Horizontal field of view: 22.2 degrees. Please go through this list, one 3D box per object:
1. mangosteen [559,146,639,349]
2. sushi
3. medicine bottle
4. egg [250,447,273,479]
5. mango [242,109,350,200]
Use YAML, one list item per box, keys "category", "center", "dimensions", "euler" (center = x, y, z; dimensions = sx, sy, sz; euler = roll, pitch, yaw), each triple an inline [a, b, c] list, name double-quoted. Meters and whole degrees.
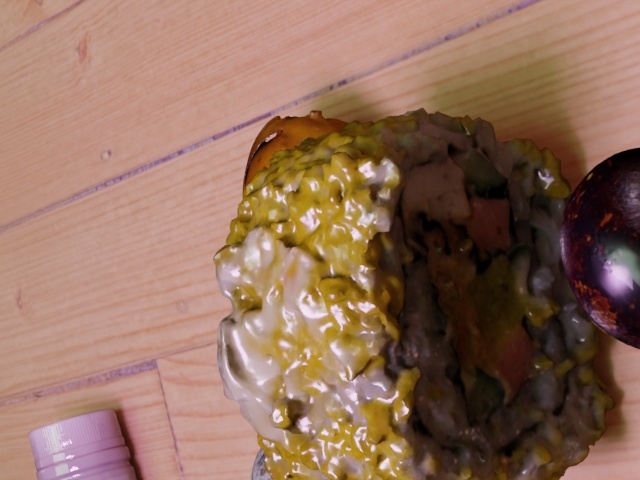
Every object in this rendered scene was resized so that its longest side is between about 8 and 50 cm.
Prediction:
- category: "mangosteen"
  center: [0.302, 0.021, 1.476]
  dimensions: [0.192, 0.192, 0.217]
  euler: [60, 158, 22]
- category: "sushi"
  center: [0.083, 0.074, 1.580]
  dimensions: [0.240, 0.351, 0.396]
  euler: [-8, 92, 48]
- category: "medicine bottle"
  center: [-0.306, 0.365, 2.220]
  dimensions: [0.133, 0.133, 0.249]
  euler: [-24, 78, 47]
- category: "egg"
  center: [-0.016, 0.291, 1.890]
  dimensions: [0.132, 0.132, 0.172]
  euler: [29, 124, 41]
- category: "mango"
  center: [0.000, 0.000, 1.804]
  dimensions: [0.201, 0.153, 0.287]
  euler: [-3, 95, 52]
